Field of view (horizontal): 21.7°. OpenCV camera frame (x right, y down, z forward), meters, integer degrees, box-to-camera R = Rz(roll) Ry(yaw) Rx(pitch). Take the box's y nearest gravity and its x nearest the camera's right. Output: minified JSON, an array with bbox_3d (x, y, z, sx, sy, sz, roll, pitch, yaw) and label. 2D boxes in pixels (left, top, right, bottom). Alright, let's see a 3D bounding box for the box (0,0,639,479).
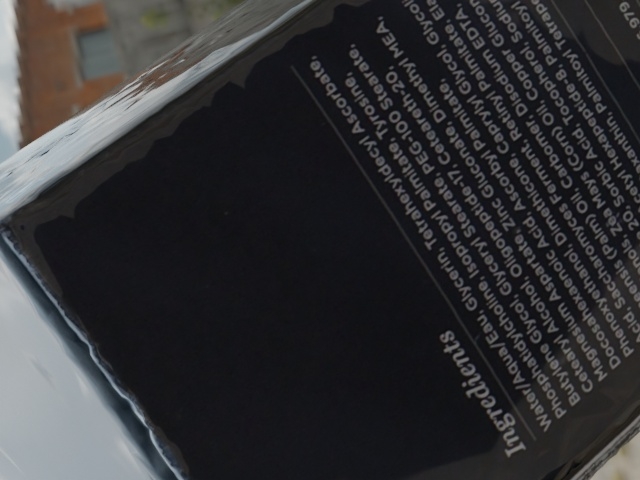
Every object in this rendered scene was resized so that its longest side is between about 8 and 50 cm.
[{"bbox_3d":[0.000,0.000,1.044,0.297,0.472,0.480,56,155,-11],"label":"box"}]
